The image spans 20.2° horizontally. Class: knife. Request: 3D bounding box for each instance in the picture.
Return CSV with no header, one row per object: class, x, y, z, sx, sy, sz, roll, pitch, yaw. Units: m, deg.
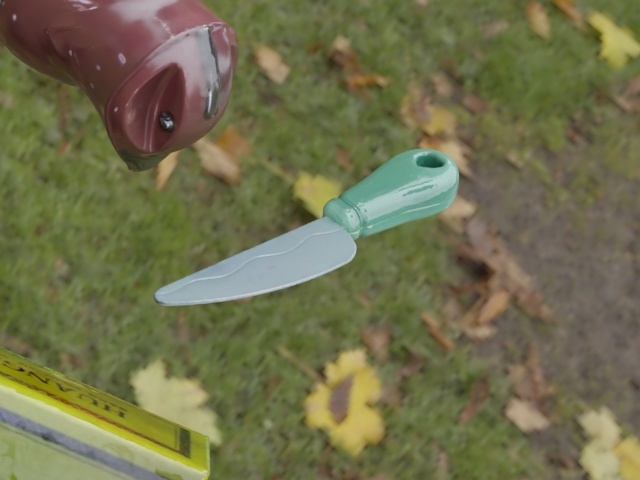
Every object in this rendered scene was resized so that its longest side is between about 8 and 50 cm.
knife,0.001,0.001,1.229,0.260,0.034,0.063,-29,48,-36

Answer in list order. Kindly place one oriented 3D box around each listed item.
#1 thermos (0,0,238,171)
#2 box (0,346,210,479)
thermos,-0.137,-0.188,0.858,0.330,0.136,0.109,54,15,15
box,-0.141,0.136,0.551,0.141,0.220,0.064,23,2,-7
